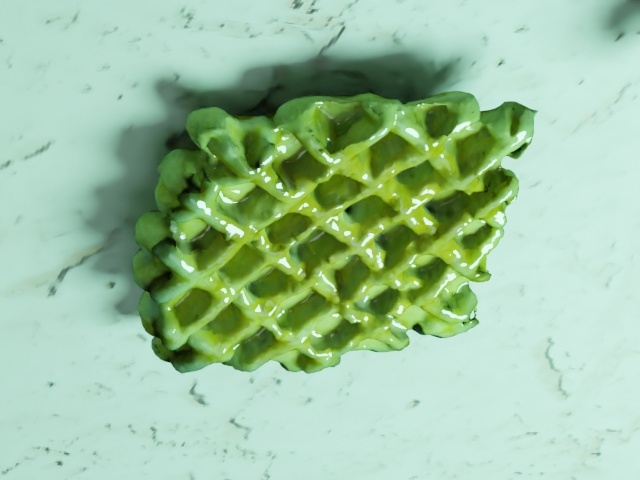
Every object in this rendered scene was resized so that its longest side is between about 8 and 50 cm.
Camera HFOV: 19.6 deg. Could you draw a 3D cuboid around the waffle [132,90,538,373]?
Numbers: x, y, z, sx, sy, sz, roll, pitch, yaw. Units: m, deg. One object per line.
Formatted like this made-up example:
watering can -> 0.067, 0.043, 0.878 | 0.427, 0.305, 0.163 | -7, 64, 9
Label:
waffle -> -0.001, -0.002, 0.991 | 0.204, 0.054, 0.223 | -8, 142, -16
